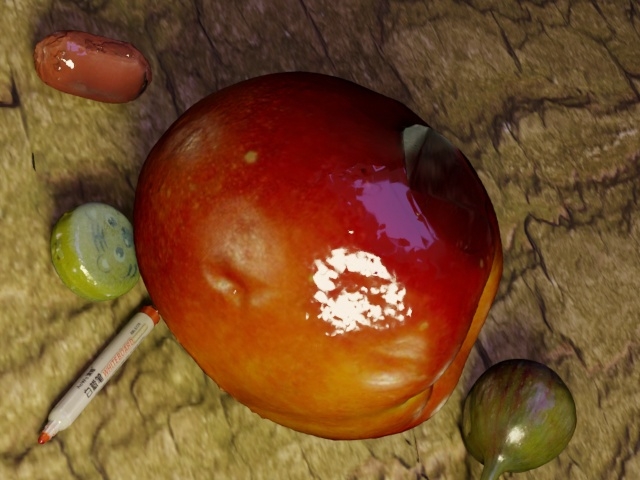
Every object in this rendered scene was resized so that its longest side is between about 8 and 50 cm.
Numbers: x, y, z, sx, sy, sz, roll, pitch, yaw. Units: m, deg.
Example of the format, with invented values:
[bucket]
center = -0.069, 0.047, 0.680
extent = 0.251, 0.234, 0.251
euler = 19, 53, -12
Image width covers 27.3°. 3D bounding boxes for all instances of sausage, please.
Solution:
[sausage]
center = -0.256, -0.195, 1.483
extent = 0.141, 0.076, 0.076
euler = 13, 53, -41

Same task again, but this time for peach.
[peach]
center = 0.018, 0.003, 1.349
extent = 0.406, 0.310, 0.335
euler = 51, 43, 2

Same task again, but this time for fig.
[fig]
center = 0.214, 0.258, 1.582
extent = 0.149, 0.149, 0.245
euler = 41, 55, -15

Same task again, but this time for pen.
[pen]
center = -0.220, 0.132, 1.306
extent = 0.026, 0.026, 0.218
euler = 47, 38, -8

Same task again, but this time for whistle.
[whistle]
center = -0.204, 0.014, 1.399
extent = 0.198, 0.057, 0.104
euler = 3, 70, -53
